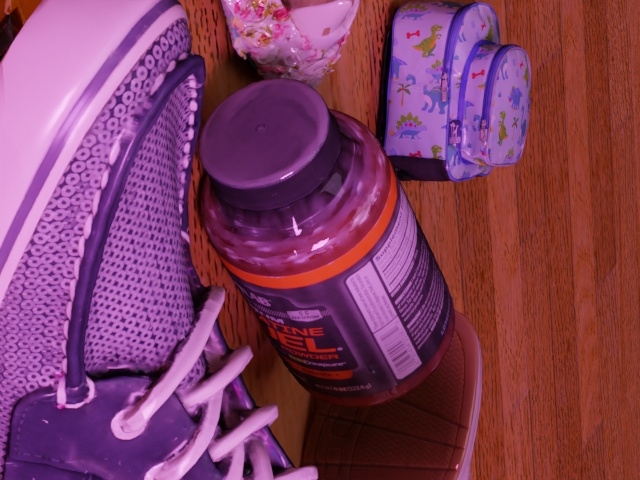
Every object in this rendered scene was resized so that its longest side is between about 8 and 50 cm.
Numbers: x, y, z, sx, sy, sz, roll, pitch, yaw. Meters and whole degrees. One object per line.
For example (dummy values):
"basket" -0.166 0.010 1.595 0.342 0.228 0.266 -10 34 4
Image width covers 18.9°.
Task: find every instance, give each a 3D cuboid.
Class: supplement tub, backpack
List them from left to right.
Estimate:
"supplement tub" 0.000 0.000 1.033 0.198 0.106 0.106 61 41 -49
"backpack" 0.089 -0.096 1.234 0.105 0.084 0.114 -11 101 -67

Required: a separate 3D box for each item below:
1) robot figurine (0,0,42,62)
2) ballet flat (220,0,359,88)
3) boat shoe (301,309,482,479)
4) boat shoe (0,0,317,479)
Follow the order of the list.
"robot figurine" -0.183 -0.054 0.644 0.291 0.085 0.211 -54 142 -47
"ballet flat" -0.020 -0.151 0.994 0.241 0.077 0.091 58 42 -54
"boat shoe" 0.042 0.175 1.177 0.096 0.098 0.277 21 84 -65
"boat shoe" -0.056 0.057 0.697 0.127 0.158 0.340 -55 170 -39
